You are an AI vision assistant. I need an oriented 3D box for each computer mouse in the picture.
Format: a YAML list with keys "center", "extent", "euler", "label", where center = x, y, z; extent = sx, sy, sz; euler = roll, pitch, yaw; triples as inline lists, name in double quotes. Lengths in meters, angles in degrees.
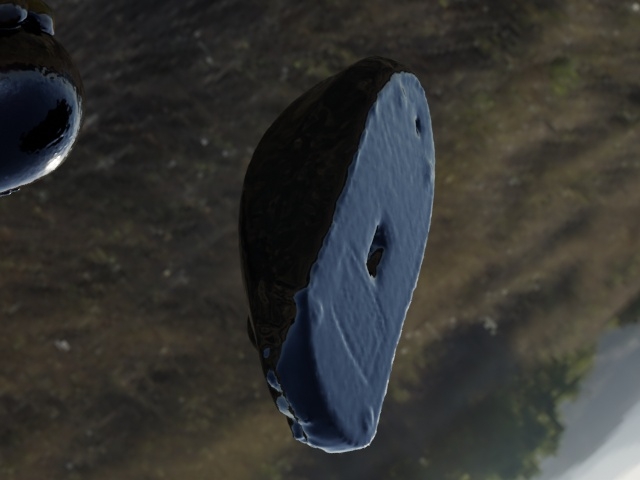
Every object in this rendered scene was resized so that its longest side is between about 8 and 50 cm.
- center: [0.000, 0.000, 0.859]
  extent: [0.269, 0.086, 0.137]
  euler: [-72, 148, -41]
  label: "computer mouse"

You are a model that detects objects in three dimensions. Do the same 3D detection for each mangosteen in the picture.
- center: [-0.197, -0.091, 0.818]
  extent: [0.140, 0.140, 0.140]
  euler: [-38, 165, -12]
  label: "mangosteen"
